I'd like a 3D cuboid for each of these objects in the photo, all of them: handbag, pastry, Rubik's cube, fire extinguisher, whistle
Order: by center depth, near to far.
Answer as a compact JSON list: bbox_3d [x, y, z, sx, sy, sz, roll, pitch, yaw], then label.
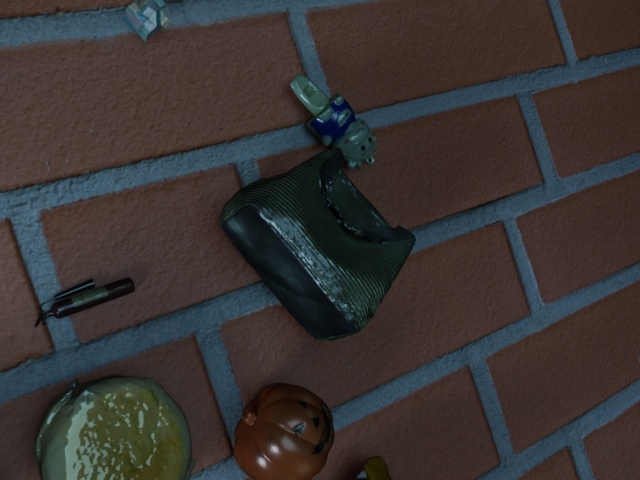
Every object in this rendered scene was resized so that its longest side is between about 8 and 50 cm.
[{"bbox_3d":[-0.330,0.339,1.146,0.264,0.133,0.265,6,78,-29],"label":"pastry"},{"bbox_3d":[-0.405,0.096,1.204,0.173,0.035,0.049,-21,96,-33],"label":"fire extinguisher"},{"bbox_3d":[-0.317,-0.425,1.315,0.073,0.084,0.075,-47,121,-22],"label":"Rubik's cube"},{"bbox_3d":[0.000,0.000,1.320,0.341,0.247,0.240,49,62,-6],"label":"handbag"},{"bbox_3d":[0.031,-0.248,1.467,0.244,0.092,0.110,47,68,-16],"label":"whistle"}]

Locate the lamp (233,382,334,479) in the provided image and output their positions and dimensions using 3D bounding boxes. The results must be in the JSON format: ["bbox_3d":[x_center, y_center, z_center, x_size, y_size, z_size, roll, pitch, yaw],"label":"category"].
[{"bbox_3d":[-0.073,0.344,1.259,0.163,0.187,0.188,36,66,-23],"label":"lamp"}]

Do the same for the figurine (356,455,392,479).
[{"bbox_3d":[0.070,0.622,1.247,0.387,0.268,0.401,-39,90,-14],"label":"figurine"}]
